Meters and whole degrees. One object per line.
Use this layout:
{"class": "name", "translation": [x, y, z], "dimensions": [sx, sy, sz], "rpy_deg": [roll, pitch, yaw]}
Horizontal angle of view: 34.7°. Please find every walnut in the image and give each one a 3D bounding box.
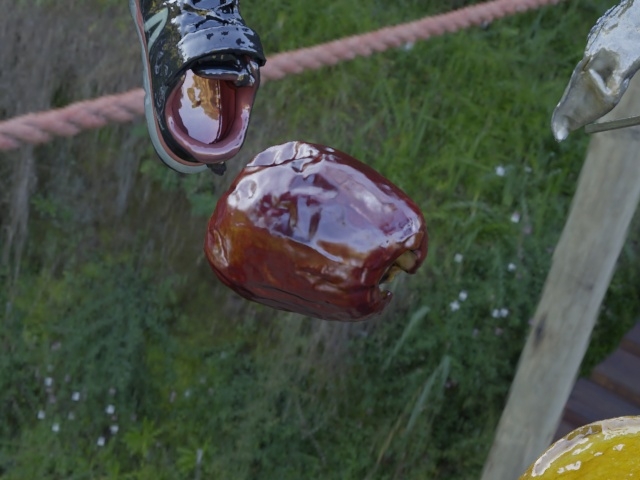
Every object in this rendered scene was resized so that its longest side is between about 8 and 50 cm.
{"class": "walnut", "translation": [0.000, 0.000, 1.313], "dimensions": [0.269, 0.222, 0.244], "rpy_deg": [27, -3, 17]}

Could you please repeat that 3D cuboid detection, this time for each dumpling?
{"class": "dumpling", "translation": [0.492, -0.305, 1.667], "dimensions": [0.086, 0.332, 0.166], "rpy_deg": [35, 0, 22]}

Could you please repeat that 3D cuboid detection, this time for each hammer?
{"class": "hammer", "translation": [0.373, -0.129, 1.011], "dimensions": [0.058, 0.029, 0.292], "rpy_deg": [-2, -2, -32]}

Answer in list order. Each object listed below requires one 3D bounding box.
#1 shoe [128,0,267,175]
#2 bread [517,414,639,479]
{"class": "shoe", "translation": [-0.121, -0.199, 1.011], "dimensions": [0.114, 0.291, 0.137], "rpy_deg": [-7, 18, -21]}
{"class": "bread", "translation": [0.301, 0.328, 0.808], "dimensions": [0.358, 0.337, 0.204], "rpy_deg": [27, 3, 0]}
